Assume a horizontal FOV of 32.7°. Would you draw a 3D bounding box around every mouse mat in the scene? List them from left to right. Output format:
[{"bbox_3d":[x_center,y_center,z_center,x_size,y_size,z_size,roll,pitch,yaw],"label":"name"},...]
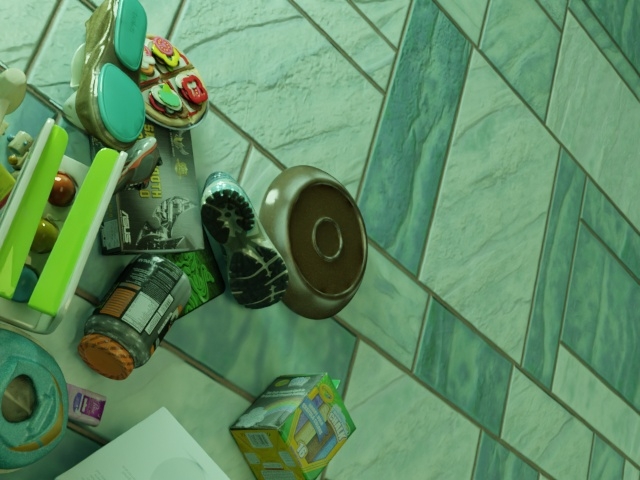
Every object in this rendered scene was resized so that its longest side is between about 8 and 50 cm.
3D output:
[{"bbox_3d":[-0.243,0.029,1.898,0.153,0.007,0.189,-31,106,-47],"label":"mouse mat"}]

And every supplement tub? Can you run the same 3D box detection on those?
[{"bbox_3d":[-0.297,0.122,1.734,0.117,0.117,0.190,54,48,-27],"label":"supplement tub"}]

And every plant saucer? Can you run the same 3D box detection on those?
[{"bbox_3d":[0.000,0.000,2.151,0.311,0.050,0.310,12,73,-46],"label":"plant saucer"}]

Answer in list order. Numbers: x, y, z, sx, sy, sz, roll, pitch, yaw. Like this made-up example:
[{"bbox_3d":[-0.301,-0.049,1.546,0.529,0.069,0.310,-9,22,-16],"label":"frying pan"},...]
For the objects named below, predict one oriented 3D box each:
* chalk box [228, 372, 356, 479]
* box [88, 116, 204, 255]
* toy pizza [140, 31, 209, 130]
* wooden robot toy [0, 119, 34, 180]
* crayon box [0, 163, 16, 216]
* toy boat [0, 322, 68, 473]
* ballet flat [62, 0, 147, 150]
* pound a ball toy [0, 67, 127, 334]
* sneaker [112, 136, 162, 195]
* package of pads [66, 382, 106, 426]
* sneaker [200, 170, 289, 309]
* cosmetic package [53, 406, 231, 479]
[{"bbox_3d":[-0.036,0.328,1.979,0.213,0.132,0.132,-42,114,-43],"label":"chalk box"},{"bbox_3d":[-0.290,-0.091,1.823,0.183,0.056,0.231,0,81,-48],"label":"box"},{"bbox_3d":[-0.267,-0.279,1.864,0.201,0.032,0.201,28,45,-32],"label":"toy pizza"},{"bbox_3d":[-0.447,-0.108,1.648,0.173,0.076,0.079,47,62,-32],"label":"wooden robot toy"},{"bbox_3d":[-0.529,-0.046,1.529,0.318,0.081,0.202,55,46,-27],"label":"crayon box"},{"bbox_3d":[-0.443,0.283,1.485,0.318,0.148,0.267,-70,154,-20],"label":"toy boat"},{"bbox_3d":[-0.344,-0.250,1.710,0.116,0.124,0.342,41,34,-44],"label":"ballet flat"},{"bbox_3d":[-0.414,-0.053,1.527,0.208,0.136,0.319,24,60,-18],"label":"pound a ball toy"},{"bbox_3d":[-0.297,-0.102,1.733,0.158,0.061,0.065,-52,125,-40],"label":"sneaker"},{"bbox_3d":[-0.374,0.254,1.684,0.083,0.032,0.050,30,64,-42],"label":"package of pads"},{"bbox_3d":[-0.133,-0.004,1.952,0.122,0.110,0.283,-106,179,-56],"label":"sneaker"},{"bbox_3d":[-0.262,0.413,1.630,0.224,0.138,0.225,46,40,13],"label":"cosmetic package"}]
